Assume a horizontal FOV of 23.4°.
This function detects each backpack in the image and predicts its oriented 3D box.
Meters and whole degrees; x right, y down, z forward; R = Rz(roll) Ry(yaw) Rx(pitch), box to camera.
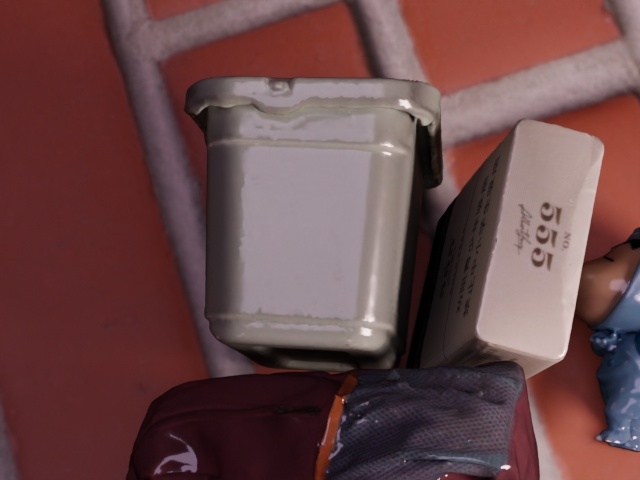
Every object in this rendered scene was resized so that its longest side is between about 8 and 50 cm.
[{"bbox_3d":[0.009,0.206,1.106,0.317,0.283,0.197,-2,41,17],"label":"backpack"}]

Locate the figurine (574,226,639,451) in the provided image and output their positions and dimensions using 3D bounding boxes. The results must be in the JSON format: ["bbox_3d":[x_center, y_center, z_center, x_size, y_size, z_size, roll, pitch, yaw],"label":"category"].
[{"bbox_3d":[0.233,0.071,1.214,0.144,0.114,0.178,11,82,9],"label":"figurine"}]

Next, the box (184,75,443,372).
[{"bbox_3d":[0.000,0.000,1.151,0.175,0.312,0.183,2,81,6],"label":"box"}]

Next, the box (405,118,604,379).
[{"bbox_3d":[0.129,0.029,1.149,0.071,0.259,0.168,14,75,-3],"label":"box"}]
